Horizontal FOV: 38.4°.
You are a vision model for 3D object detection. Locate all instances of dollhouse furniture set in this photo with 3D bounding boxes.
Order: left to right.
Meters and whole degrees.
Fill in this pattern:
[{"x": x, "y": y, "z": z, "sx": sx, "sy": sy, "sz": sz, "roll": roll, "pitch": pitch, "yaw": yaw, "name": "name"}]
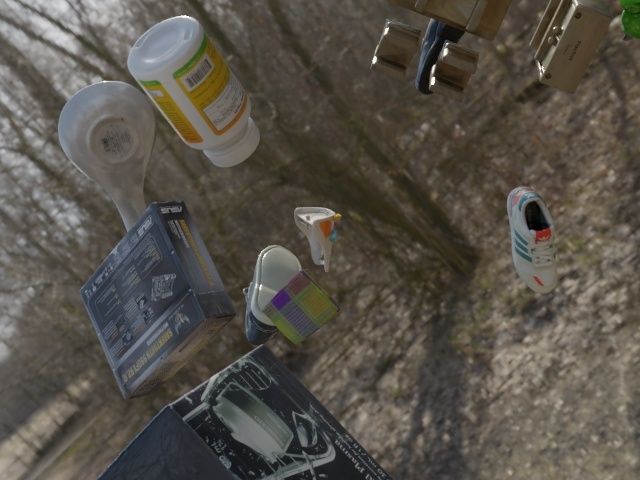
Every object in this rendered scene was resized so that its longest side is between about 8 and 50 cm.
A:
[{"x": 0.206, "y": -0.287, "z": 1.105, "sx": 0.161, "sy": 0.242, "sz": 0.212, "roll": -75, "pitch": 6, "yaw": -59, "name": "dollhouse furniture set"}]

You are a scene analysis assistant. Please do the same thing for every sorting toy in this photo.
[{"x": 0.000, "y": 0.000, "z": 1.179, "sx": 0.045, "sy": 0.075, "sz": 0.083, "roll": -7, "pitch": 15, "yaw": -17, "name": "sorting toy"}]

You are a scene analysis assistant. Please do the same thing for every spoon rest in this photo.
[{"x": -0.285, "y": -0.096, "z": 1.323, "sx": 0.137, "sy": 0.276, "sz": 0.084, "roll": -19, "pitch": 28, "yaw": -15, "name": "spoon rest"}]

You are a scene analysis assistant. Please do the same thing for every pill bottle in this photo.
[{"x": -0.201, "y": -0.239, "z": 1.538, "sx": 0.136, "sy": 0.245, "sz": 0.136, "roll": -17, "pitch": 46, "yaw": 18, "name": "pill bottle"}]

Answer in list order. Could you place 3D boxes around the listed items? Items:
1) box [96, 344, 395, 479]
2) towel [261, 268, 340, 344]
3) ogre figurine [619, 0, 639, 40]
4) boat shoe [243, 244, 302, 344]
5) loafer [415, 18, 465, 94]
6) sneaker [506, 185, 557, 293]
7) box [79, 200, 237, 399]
[{"x": -0.139, "y": 0.537, "z": 1.988, "sx": 0.297, "sy": 0.480, "sz": 0.472, "roll": -48, "pitch": -8, "yaw": 22, "name": "box"}, {"x": -0.020, "y": 0.072, "z": 0.981, "sx": 0.083, "sy": 0.060, "sz": 0.009, "roll": -44, "pitch": -1, "yaw": 37, "name": "towel"}, {"x": 0.399, "y": -0.310, "z": 1.063, "sx": 0.118, "sy": 0.197, "sz": 0.097, "roll": -13, "pitch": 54, "yaw": 14, "name": "ogre figurine"}, {"x": -0.090, "y": 0.099, "z": 1.698, "sx": 0.079, "sy": 0.095, "sz": 0.254, "roll": -60, "pitch": 14, "yaw": 29, "name": "boat shoe"}, {"x": 0.202, "y": -0.332, "z": 1.592, "sx": 0.061, "sy": 0.062, "sz": 0.170, "roll": 20, "pitch": 85, "yaw": 57, "name": "loafer"}, {"x": 0.306, "y": 0.004, "z": 1.307, "sx": 0.057, "sy": 0.161, "sz": 0.075, "roll": -13, "pitch": 9, "yaw": -1, "name": "sneaker"}, {"x": -0.228, "y": 0.083, "z": 1.257, "sx": 0.056, "sy": 0.183, "sz": 0.231, "roll": -7, "pitch": -29, "yaw": -47, "name": "box"}]
